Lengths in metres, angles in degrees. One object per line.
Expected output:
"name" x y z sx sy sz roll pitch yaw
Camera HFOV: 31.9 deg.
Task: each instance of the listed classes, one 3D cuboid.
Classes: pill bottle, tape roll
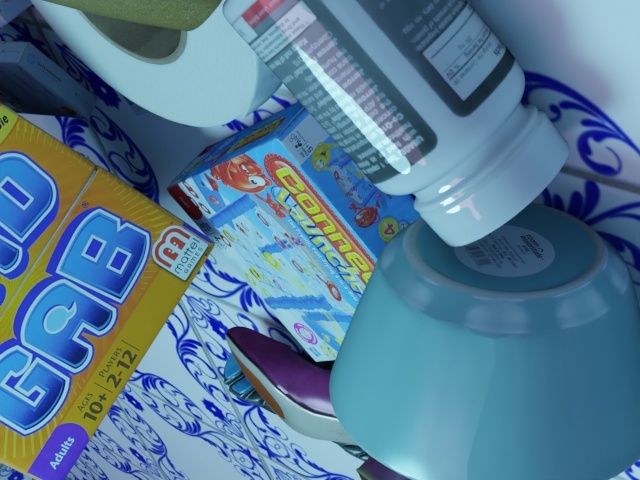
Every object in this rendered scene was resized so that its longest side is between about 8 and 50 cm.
"pill bottle" 0.067 -0.141 0.941 0.283 0.161 0.161 48 152 -10
"tape roll" -0.196 -0.289 1.176 0.392 0.072 0.392 32 150 21

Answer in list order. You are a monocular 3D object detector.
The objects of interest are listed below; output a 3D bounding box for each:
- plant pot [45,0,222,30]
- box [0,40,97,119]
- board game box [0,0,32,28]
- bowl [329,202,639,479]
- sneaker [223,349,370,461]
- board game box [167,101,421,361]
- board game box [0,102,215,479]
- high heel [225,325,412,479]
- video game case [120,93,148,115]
"plant pot" -0.187 -0.285 0.907 0.254 0.237 0.237 27 160 -25
"box" -0.418 -0.219 1.518 0.186 0.038 0.145 9 161 34
"board game box" -0.552 -0.394 1.496 0.318 0.066 0.318 51 151 -18
"bowl" 0.162 0.072 1.024 0.311 0.311 0.163 22 128 34
"sneaker" 0.030 0.228 1.611 0.341 0.125 0.139 22 174 29
"board game box" 0.000 0.000 1.315 0.308 0.086 0.302 50 152 -14
"board game box" -0.420 0.032 1.435 0.356 0.356 0.356 35 175 -26
"high heel" 0.042 0.192 1.497 0.377 0.181 0.127 38 160 28
"video game case" -0.248 -0.214 1.414 0.122 0.011 0.087 53 151 -20
